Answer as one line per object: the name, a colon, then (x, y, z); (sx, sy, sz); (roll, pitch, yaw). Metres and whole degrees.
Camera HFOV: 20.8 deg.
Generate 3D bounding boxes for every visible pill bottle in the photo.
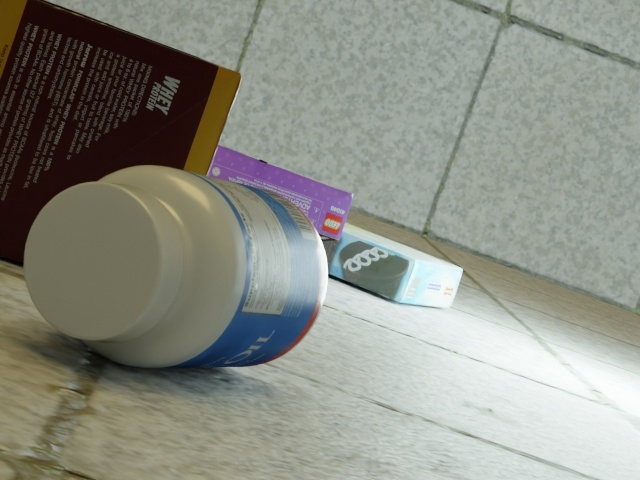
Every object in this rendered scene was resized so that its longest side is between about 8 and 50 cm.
pill bottle: (-0.090, 0.018, 1.084); (0.124, 0.124, 0.221); (22, 5, 22)

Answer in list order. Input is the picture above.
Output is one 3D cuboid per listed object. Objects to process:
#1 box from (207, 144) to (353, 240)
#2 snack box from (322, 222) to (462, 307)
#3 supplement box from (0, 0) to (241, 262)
box: (-0.114, -0.051, 1.914); (0.201, 0.057, 0.293); (20, -9, -20)
snack box: (0.000, 0.000, 2.175); (0.322, 0.060, 0.187); (22, 4, 23)
supplement box: (-0.194, -0.077, 1.350); (0.194, 0.191, 0.129); (18, 5, -21)
